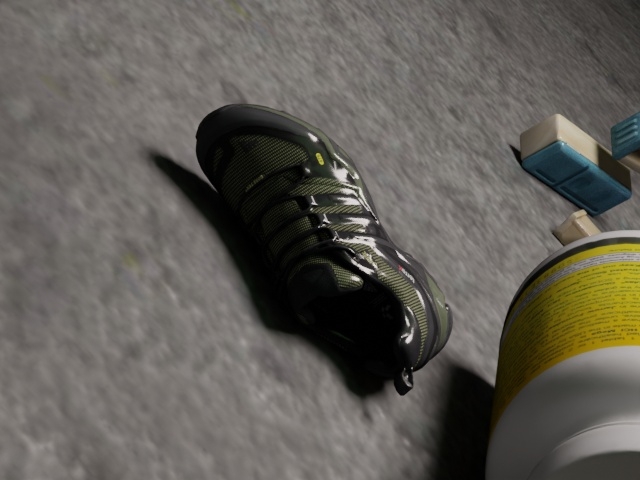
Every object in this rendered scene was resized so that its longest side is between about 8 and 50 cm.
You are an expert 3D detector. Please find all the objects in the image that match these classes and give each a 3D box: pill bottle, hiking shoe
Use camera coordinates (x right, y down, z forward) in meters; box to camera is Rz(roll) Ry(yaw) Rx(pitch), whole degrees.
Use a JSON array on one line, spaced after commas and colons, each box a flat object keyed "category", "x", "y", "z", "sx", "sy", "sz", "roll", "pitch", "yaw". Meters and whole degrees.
[{"category": "pill bottle", "x": 0.206, "y": 0.131, "z": 1.323, "sx": 0.188, "sy": 0.188, "sz": 0.334, "roll": 43, "pitch": 20, "yaw": -8}, {"category": "hiking shoe", "x": 0.000, "y": 0.000, "z": 1.319, "sx": 0.227, "sy": 0.086, "sz": 0.114, "roll": 46, "pitch": 16, "yaw": -2}]

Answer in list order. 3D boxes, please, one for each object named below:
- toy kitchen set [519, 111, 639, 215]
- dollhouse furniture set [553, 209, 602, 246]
[{"category": "toy kitchen set", "x": 0.314, "y": -0.059, "z": 1.945, "sx": 0.122, "sy": 0.207, "sz": 0.166, "roll": 31, "pitch": 44, "yaw": -34}, {"category": "dollhouse furniture set", "x": 0.301, "y": 0.031, "z": 1.837, "sx": 0.182, "sy": 0.101, "sz": 0.161, "roll": 49, "pitch": 20, "yaw": 9}]
